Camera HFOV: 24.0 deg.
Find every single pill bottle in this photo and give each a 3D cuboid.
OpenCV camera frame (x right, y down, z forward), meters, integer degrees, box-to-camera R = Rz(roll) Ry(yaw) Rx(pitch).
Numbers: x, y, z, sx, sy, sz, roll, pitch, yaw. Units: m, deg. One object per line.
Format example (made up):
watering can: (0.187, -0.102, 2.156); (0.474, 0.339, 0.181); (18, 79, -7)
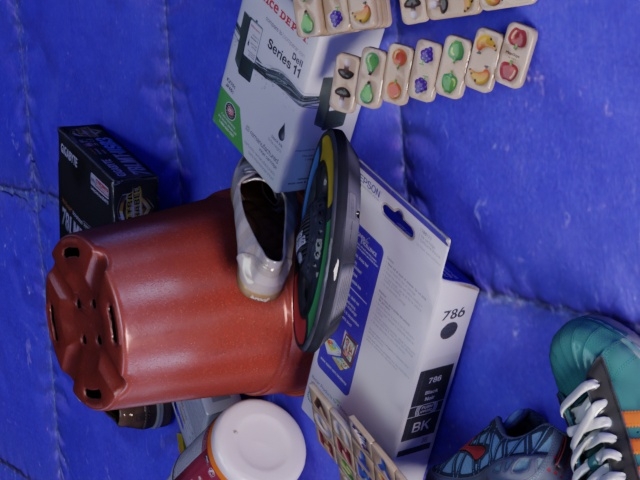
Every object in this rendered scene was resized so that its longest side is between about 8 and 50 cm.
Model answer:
pill bottle: (-0.114, 0.288, 1.850); (0.221, 0.121, 0.121); (-48, 59, 51)

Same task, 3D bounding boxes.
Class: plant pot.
plant pot: (-0.155, 0.071, 1.720); (0.272, 0.265, 0.272); (20, 115, 54)

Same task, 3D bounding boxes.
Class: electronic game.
electronic game: (0.000, 0.000, 1.527); (0.229, 0.048, 0.229); (-173, 90, -81)

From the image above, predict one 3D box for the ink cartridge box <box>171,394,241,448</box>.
ink cartridge box: (-0.161, 0.181, 1.966); (0.224, 0.056, 0.181); (106, 147, -62)

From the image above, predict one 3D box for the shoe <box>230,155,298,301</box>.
shoe: (-0.057, -0.032, 1.636); (0.058, 0.077, 0.219); (105, 166, -46)

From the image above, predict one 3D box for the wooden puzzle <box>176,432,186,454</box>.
wooden puzzle: (-0.165, 0.302, 2.031); (0.116, 0.014, 0.078); (8, 105, 56)

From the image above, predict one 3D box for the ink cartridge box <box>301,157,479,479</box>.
ink cartridge box: (0.074, 0.090, 1.562); (0.165, 0.065, 0.332); (47, 136, 41)

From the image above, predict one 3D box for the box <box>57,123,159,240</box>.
box: (-0.292, 0.016, 2.056); (0.295, 0.073, 0.293); (-143, 49, -59)

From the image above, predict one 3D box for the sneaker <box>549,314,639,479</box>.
sneaker: (0.258, 0.197, 1.253); (0.302, 0.121, 0.108); (63, 143, 24)

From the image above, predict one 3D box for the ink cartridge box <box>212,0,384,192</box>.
ink cartridge box: (-0.027, -0.180, 1.620); (0.153, 0.087, 0.208); (49, 135, 38)

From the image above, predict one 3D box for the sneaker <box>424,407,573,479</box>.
sneaker: (0.181, 0.224, 1.428); (0.125, 0.104, 0.262); (-61, 12, -14)

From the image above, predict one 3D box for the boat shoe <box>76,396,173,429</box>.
boat shoe: (-0.310, 0.191, 2.146); (0.257, 0.095, 0.095); (29, 122, 51)

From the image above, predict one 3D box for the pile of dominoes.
pile of dominoes: (0.085, -0.224, 1.405); (0.251, 0.040, 0.195); (-3, 97, 38)

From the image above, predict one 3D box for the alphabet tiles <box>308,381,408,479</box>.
alphabet tiles: (0.060, 0.257, 1.543); (0.237, 0.009, 0.198); (48, 160, 33)
